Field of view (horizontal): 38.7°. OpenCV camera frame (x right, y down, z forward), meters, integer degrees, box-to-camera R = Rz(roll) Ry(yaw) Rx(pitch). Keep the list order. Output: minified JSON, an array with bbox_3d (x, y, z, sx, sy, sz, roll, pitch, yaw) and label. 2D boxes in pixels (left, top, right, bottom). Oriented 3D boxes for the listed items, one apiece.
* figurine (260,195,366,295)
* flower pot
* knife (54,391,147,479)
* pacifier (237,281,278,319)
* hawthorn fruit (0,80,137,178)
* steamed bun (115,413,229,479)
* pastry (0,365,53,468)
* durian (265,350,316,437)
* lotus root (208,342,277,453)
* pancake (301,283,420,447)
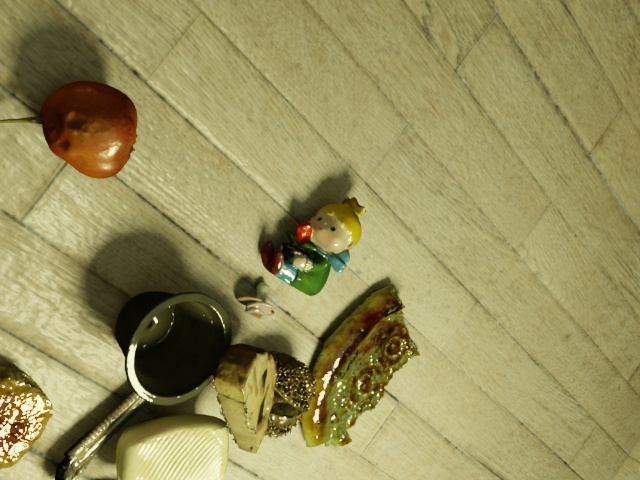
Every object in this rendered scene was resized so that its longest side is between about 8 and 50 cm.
[{"bbox_3d":[-0.009,-0.008,1.966,0.185,0.127,0.234,32,98,-33],"label":"figurine"},{"bbox_3d":[-0.309,0.189,1.792,0.235,0.148,0.235,-16,117,-34],"label":"flower pot"},{"bbox_3d":[-0.411,0.361,1.862,0.365,0.043,0.089,-46,162,-16],"label":"knife"},{"bbox_3d":[-0.127,0.127,1.962,0.099,0.081,0.078,37,57,-41],"label":"pacifier"},{"bbox_3d":[-0.456,-0.200,1.552,0.285,0.165,0.165,8,105,-15],"label":"hawthorn fruit"},{"bbox_3d":[-0.316,0.441,1.900,0.239,0.152,0.170,-3,102,-26],"label":"steamed bun"},{"bbox_3d":[-0.599,0.323,1.665,0.192,0.093,0.182,-50,129,-15],"label":"pastry"},{"bbox_3d":[-0.090,0.343,2.038,0.196,0.167,0.196,-29,149,-19],"label":"durian"},{"bbox_3d":[-0.147,0.306,1.867,0.260,0.074,0.170,76,30,-51],"label":"lotus root"},{"bbox_3d":[0.094,0.326,2.212,0.427,0.067,0.305,-51,132,-11],"label":"pancake"}]
